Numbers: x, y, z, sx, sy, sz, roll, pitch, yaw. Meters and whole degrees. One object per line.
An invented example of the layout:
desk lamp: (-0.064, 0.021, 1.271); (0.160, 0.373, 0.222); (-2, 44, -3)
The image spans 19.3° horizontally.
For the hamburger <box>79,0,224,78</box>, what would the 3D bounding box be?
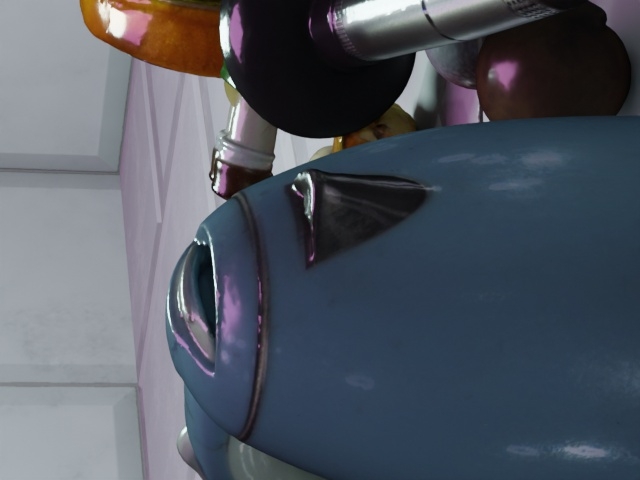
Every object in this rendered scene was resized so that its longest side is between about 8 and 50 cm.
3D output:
hamburger: (-0.094, -0.320, 1.993); (0.330, 0.330, 0.250); (-116, 31, -65)

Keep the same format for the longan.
longan: (0.162, -0.119, 1.292); (0.106, 0.106, 0.119); (-106, 25, -54)

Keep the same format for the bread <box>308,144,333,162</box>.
bread: (0.000, 0.000, 2.103); (0.053, 0.073, 0.214); (-124, 39, -68)

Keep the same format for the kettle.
kettle: (0.074, 0.073, 1.119); (0.319, 0.342, 0.247); (103, 163, -44)

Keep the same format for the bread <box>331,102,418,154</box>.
bread: (0.059, -0.014, 1.788); (0.235, 0.099, 0.210); (-106, 22, -69)

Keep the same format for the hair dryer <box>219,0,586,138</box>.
hair dryer: (0.117, -0.211, 1.303); (0.320, 0.284, 0.155); (-14, 116, 53)

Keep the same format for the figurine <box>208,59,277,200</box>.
figurine: (0.000, -0.205, 1.734); (0.281, 0.167, 0.370); (-104, 39, -76)

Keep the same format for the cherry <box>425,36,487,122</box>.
cherry: (0.123, -0.152, 1.462); (0.148, 0.115, 0.188); (12, 107, 56)
